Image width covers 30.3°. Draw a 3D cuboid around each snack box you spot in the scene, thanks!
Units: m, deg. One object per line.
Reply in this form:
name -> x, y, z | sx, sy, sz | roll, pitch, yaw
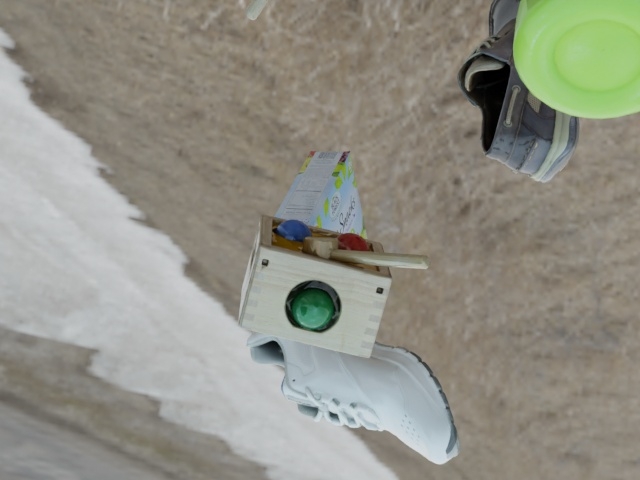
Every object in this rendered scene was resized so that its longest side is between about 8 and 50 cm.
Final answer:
snack box -> 0.000, 0.000, 1.655 | 0.070, 0.207, 0.175 | 0, 125, 19

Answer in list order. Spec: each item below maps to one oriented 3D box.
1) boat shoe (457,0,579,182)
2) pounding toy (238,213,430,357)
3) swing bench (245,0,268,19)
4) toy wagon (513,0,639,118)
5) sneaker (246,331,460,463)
boat shoe -> 0.270, -0.240, 1.659 | 0.130, 0.355, 0.132 | 12, 136, -17
pounding toy -> 0.008, 0.028, 0.967 | 0.130, 0.100, 0.141 | 14, -167, -5
swing bench -> -0.117, -0.484, 1.586 | 0.253, 0.165, 0.255 | 30, 123, -23
toy wagon -> 0.129, -0.144, 0.463 | 0.068, 0.267, 0.344 | -29, 124, 37
sneaker -> 0.036, 0.164, 1.320 | 0.297, 0.129, 0.111 | 35, 151, 40
